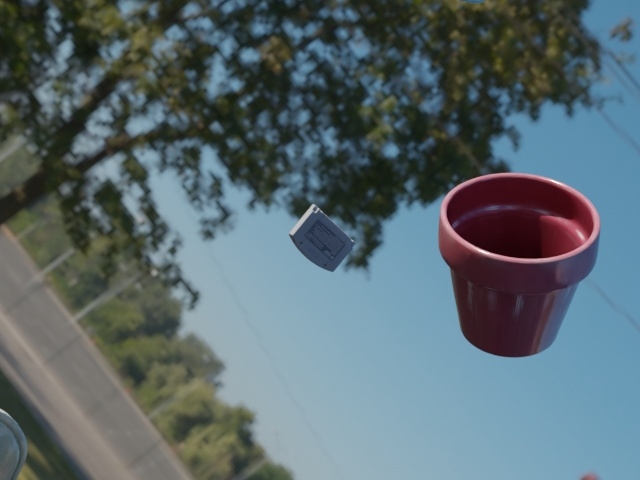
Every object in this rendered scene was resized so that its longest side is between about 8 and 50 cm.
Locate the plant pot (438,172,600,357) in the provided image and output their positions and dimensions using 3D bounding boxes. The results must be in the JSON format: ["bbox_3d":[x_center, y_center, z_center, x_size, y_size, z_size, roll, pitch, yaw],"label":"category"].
[{"bbox_3d":[0.245,0.041,1.734,0.201,0.201,0.180,43,-38,44],"label":"plant pot"}]

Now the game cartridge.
[{"bbox_3d":[0.000,0.000,1.683,0.083,0.056,0.017,43,-9,-34],"label":"game cartridge"}]

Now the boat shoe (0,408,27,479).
[{"bbox_3d":[-0.382,0.257,1.477,0.091,0.114,0.302,46,-37,29],"label":"boat shoe"}]

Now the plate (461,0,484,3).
[{"bbox_3d":[0.101,-0.309,1.369,0.188,0.024,0.188,28,32,-20],"label":"plate"}]
